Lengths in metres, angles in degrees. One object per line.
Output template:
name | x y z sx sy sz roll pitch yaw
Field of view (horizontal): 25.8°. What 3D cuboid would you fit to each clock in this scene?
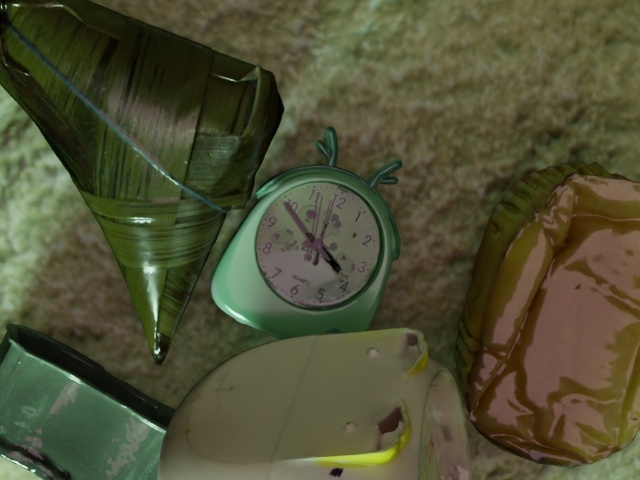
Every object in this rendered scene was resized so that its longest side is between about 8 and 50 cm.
clock | 0.000 0.000 1.363 0.159 0.066 0.211 27 91 -8
clock | 0.002 0.284 1.253 0.251 0.368 0.376 -4 120 16

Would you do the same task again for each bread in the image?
bread | 0.243 0.067 1.355 0.204 0.156 0.288 12 96 1

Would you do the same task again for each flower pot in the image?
flower pot | -0.224 0.182 1.337 0.229 0.103 0.108 30 92 -8

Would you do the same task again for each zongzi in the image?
zongzi | -0.207 -0.060 1.304 0.286 0.138 0.300 20 95 -5
